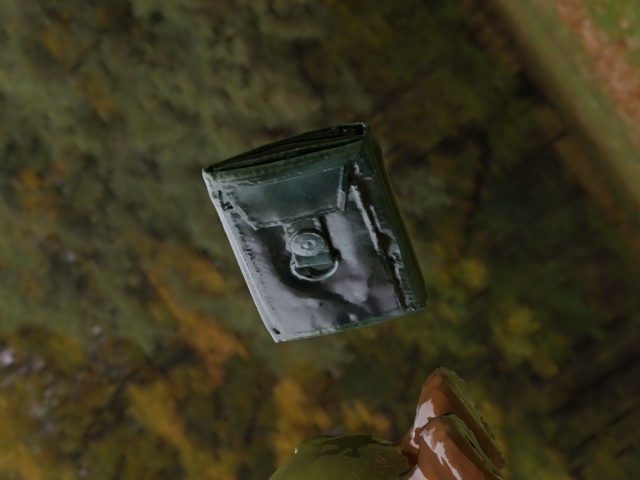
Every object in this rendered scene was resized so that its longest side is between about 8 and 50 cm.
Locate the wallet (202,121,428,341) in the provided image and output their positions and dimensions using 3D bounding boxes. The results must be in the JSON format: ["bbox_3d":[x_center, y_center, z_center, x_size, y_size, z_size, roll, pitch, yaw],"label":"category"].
[{"bbox_3d":[0.000,0.002,1.729,0.055,0.160,0.236,-95,-12,-47],"label":"wallet"}]

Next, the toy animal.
[{"bbox_3d":[0.008,0.259,1.420,0.191,0.338,0.216,53,-171,-15],"label":"toy animal"}]
